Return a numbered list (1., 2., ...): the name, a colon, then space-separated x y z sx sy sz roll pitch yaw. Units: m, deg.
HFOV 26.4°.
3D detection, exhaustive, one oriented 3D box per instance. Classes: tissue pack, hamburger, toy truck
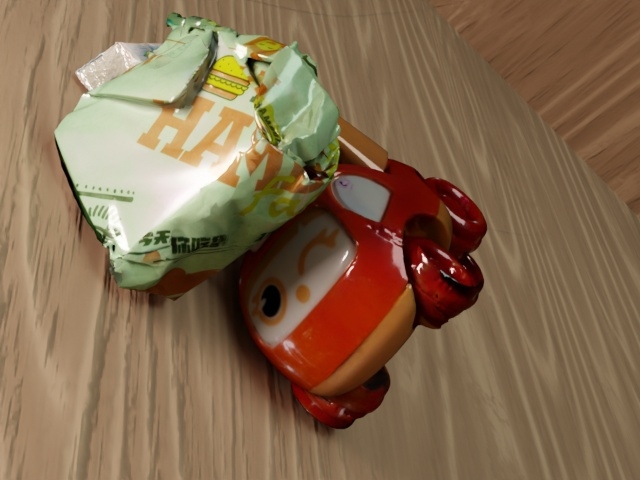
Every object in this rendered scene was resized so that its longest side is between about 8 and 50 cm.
1. tissue pack: -0.161 -0.139 1.226 0.074 0.059 0.094 56 21 6
2. hamburger: -0.093 -0.083 1.074 0.125 0.214 0.235 47 12 -45
3. toy truck: 0.000 0.000 1.174 0.239 0.189 0.265 36 25 -10
